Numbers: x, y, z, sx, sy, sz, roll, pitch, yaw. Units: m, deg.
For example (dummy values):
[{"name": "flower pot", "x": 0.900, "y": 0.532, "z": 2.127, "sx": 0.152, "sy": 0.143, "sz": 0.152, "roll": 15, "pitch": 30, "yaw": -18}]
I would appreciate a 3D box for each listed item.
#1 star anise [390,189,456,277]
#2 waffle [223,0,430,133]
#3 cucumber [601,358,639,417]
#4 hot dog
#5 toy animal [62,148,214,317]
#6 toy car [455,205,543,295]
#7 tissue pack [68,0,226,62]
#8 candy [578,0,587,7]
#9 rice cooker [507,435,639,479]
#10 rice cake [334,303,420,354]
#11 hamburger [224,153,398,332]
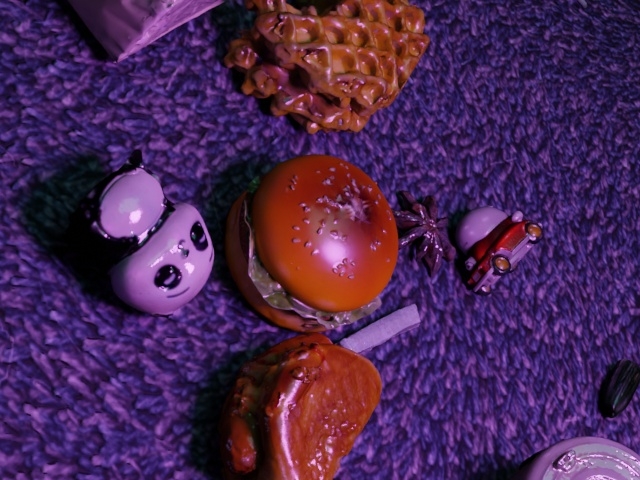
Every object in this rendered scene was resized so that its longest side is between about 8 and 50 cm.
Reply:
[{"name": "star anise", "x": 0.152, "y": -0.018, "z": 2.038, "sx": 0.141, "sy": 0.042, "sz": 0.141, "roll": 21, "pitch": 54, "yaw": -32}, {"name": "waffle", "x": 0.016, "y": -0.303, "z": 2.012, "sx": 0.261, "sy": 0.151, "sz": 0.324, "roll": 43, "pitch": 48, "yaw": -9}, {"name": "cucumber", "x": 0.468, "y": 0.239, "z": 2.157, "sx": 0.048, "sy": 0.048, "sz": 0.105, "roll": 46, "pitch": 50, "yaw": -10}, {"name": "hot dog", "x": -0.038, "y": 0.212, "z": 1.681, "sx": 0.153, "sy": 0.150, "sz": 0.257, "roll": 52, "pitch": 45, "yaw": -17}, {"name": "toy animal", "x": -0.207, "y": -0.004, "z": 1.661, "sx": 0.179, "sy": 0.138, "sz": 0.166, "roll": 45, "pitch": 62, "yaw": -4}, {"name": "toy car", "x": 0.255, "y": 0.003, "z": 2.078, "sx": 0.112, "sy": 0.112, "sz": 0.139, "roll": 44, "pitch": 54, "yaw": 9}, {"name": "tissue pack", "x": -0.259, "y": -0.465, "z": 1.823, "sx": 0.380, "sy": 0.207, "sz": 0.297, "roll": 52, "pitch": 46, "yaw": -4}, {"name": "candy", "x": 0.389, "y": -0.540, "z": 2.511, "sx": 0.335, "sy": 0.093, "sz": 0.092, "roll": 40, "pitch": 76, "yaw": -26}, {"name": "rice cooker", "x": 0.335, "y": 0.384, "z": 1.834, "sx": 0.226, "sy": 0.244, "sz": 0.226, "roll": 3, "pitch": 66, "yaw": -8}, {"name": "rice cake", "x": 0.084, "y": 0.128, "z": 1.909, "sx": 0.170, "sy": 0.029, "sz": 0.033, "roll": -22, "pitch": 75, "yaw": -46}, {"name": "hamburger", "x": 0.001, "y": -0.001, "z": 1.811, "sx": 0.246, "sy": 0.170, "sz": 0.246, "roll": 21, "pitch": 52, "yaw": -30}]
